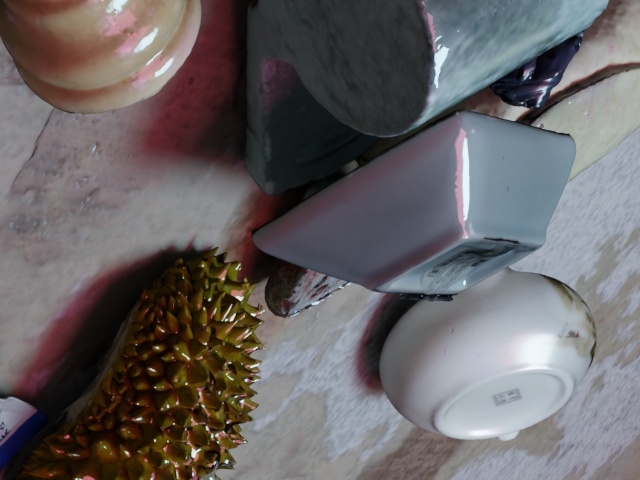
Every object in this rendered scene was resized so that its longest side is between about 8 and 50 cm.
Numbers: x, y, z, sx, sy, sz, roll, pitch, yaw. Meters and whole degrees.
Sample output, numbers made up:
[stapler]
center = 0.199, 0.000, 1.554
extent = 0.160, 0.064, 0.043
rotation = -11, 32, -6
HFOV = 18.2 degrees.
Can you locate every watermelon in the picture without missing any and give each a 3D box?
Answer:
[watermelon]
center = 0.000, 0.000, 1.577
extent = 0.139, 0.071, 0.187
rotation = -44, 162, 6

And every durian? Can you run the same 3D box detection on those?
[durian]
center = -0.112, 0.128, 1.502
extent = 0.183, 0.138, 0.250
rotation = 18, 104, -52

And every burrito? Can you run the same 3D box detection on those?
[burrito]
center = 0.162, -0.094, 1.655
extent = 0.299, 0.105, 0.143
rotation = -37, 140, -22

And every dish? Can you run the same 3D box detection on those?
[dish]
center = 0.085, -0.009, 1.432
extent = 0.182, 0.080, 0.243
rotation = -31, 166, 22

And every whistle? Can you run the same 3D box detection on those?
[whistle]
center = 0.037, -0.168, 1.338
extent = 0.168, 0.188, 0.404
rotation = -31, -178, -28

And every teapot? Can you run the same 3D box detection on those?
[teapot]
center = 0.153, 0.101, 1.862
extent = 0.204, 0.139, 0.298
rotation = -17, 150, -4

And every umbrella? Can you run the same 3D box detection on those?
[umbrella]
center = 0.203, -0.218, 1.558
extent = 0.248, 0.071, 0.071
rotation = -64, 153, -3

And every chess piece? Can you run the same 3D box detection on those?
[chess piece]
center = -0.170, -0.209, 1.001
extent = 0.117, 0.117, 0.397
rotation = -45, 151, -9

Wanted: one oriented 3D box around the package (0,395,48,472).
[package]
center = -0.282, 0.160, 1.390
extent = 0.171, 0.027, 0.173
rotation = -48, 150, -4
